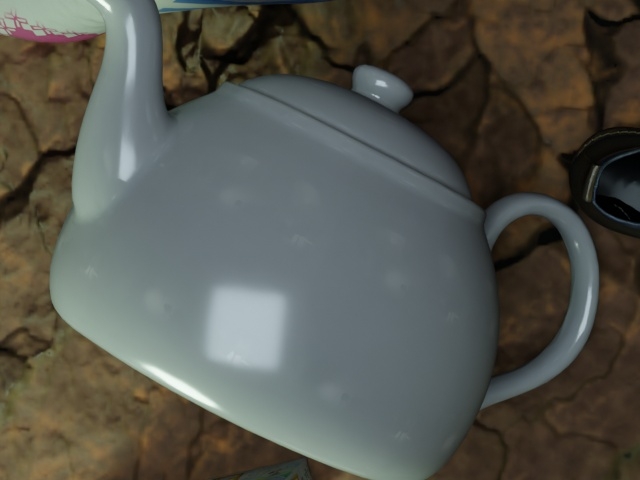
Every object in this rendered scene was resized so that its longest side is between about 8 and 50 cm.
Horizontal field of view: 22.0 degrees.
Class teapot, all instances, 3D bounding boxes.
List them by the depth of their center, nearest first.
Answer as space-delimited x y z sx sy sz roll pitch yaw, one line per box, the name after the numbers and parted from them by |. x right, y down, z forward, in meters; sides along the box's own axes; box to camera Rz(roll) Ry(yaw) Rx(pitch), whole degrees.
0.000 0.000 0.855 0.252 0.256 0.187 28 90 20 | teapot

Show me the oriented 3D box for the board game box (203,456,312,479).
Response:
-0.088 0.165 0.951 0.154 0.103 0.026 -15 92 13 | board game box

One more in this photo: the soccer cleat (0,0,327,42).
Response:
-0.095 -0.173 0.861 0.331 0.143 0.116 -3 91 31 | soccer cleat

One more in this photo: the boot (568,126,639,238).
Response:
0.236 -0.015 0.856 0.219 0.106 0.082 6 98 12 | boot
